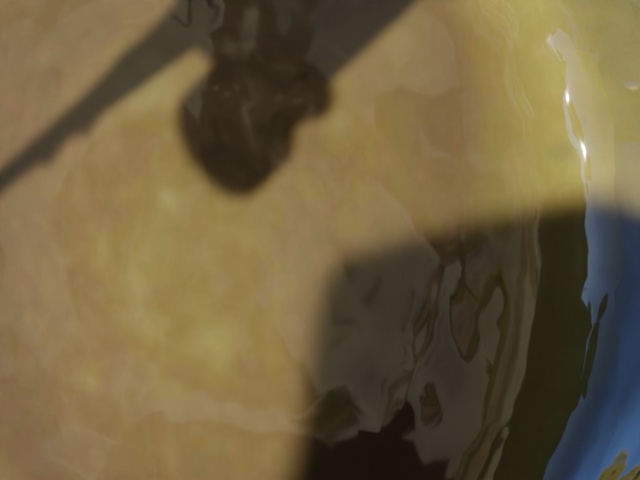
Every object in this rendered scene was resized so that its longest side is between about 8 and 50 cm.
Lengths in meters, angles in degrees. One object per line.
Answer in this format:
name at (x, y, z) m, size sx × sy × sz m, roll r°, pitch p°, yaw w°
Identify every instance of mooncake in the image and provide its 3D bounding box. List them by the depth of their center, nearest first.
mooncake at (0.000, 0.000, 0.502) m, size 0.155 × 0.284 × 0.284 m, roll -1°, pitch 94°, yaw -55°
